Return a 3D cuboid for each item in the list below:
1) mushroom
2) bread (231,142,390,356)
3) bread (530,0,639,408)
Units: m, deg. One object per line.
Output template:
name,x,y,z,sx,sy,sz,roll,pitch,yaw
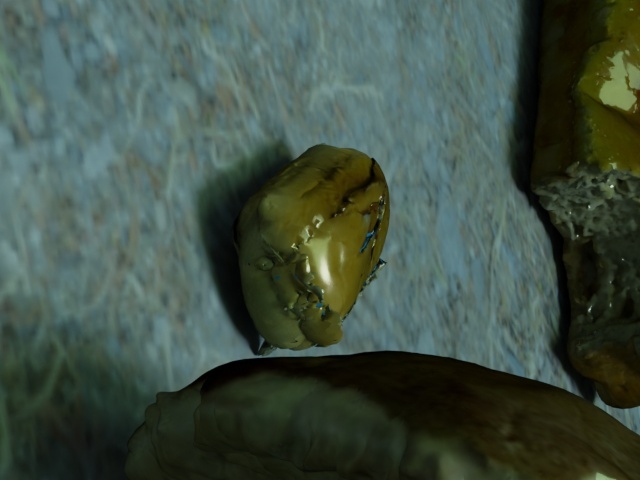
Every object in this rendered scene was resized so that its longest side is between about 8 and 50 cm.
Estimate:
mushroom,-0.007,0.165,0.511,0.233,0.302,0.208,56,-9,-34
bread,0.000,0.000,0.676,0.106,0.053,0.072,-50,128,-64
bread,0.214,-0.080,1.070,0.185,0.109,0.380,51,40,-44
